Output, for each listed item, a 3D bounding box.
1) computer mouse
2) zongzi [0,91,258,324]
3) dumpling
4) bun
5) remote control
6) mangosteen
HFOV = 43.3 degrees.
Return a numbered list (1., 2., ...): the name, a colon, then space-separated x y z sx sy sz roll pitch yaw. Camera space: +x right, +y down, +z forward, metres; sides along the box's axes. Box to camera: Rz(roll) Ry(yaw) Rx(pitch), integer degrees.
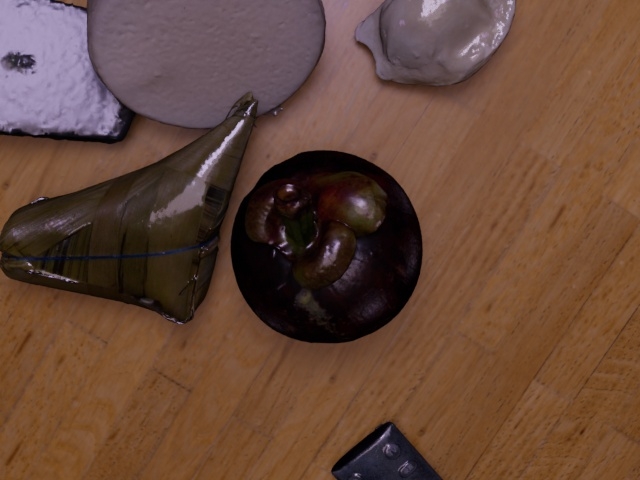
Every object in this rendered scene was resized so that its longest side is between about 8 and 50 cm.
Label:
1. computer mouse: -0.358 -0.205 0.957 0.295 0.087 0.168 7 92 -15
2. zongzi: -0.229 -0.062 0.938 0.260 0.123 0.289 15 113 -3
3. dumpling: 0.140 -0.249 0.946 0.199 0.118 0.136 -16 97 23
4. bun: -0.133 -0.267 0.904 0.263 0.263 0.175 -16 56 1
5. remote control: 0.174 0.410 1.075 0.107 0.044 0.377 -40 97 1
6. mangosteen: 0.000 0.000 0.901 0.228 0.265 0.228 -3 74 12
